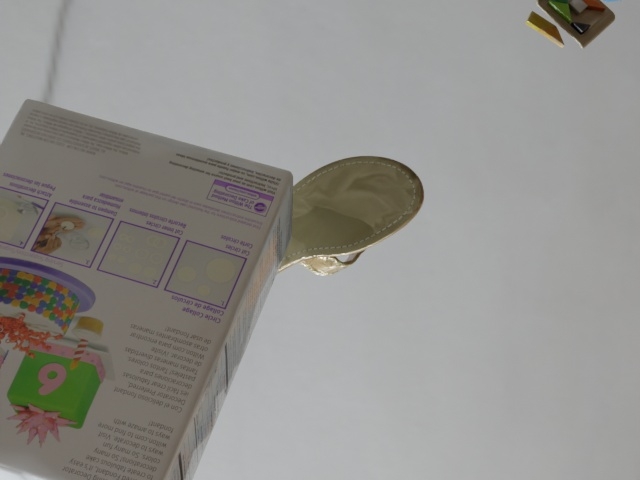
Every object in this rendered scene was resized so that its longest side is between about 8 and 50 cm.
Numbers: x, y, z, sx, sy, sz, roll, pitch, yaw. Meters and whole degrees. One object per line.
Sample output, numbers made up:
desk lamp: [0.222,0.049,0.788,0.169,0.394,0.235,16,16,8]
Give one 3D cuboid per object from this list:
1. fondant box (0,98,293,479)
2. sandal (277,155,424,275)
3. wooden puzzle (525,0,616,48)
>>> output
fondant box: [-0.184,0.063,1.434,0.096,0.238,0.330,94,-165,-54]
sandal: [-0.002,-0.006,1.651,0.079,0.240,0.088,25,-134,-61]
wooden puzzle: [0.269,-0.243,1.904,0.078,0.014,0.116,41,-125,-1]
